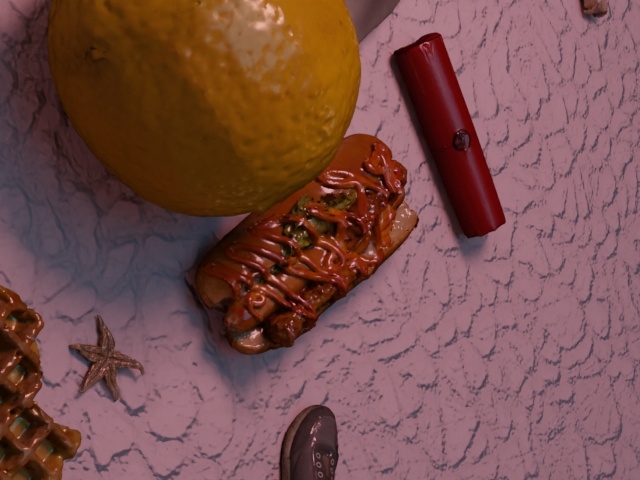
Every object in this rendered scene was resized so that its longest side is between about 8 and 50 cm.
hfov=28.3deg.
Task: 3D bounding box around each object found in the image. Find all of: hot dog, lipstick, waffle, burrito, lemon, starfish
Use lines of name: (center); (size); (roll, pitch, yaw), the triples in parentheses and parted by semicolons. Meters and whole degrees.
hot dog: (0.000, 0.000, 1.513); (0.349, 0.117, 0.158); (-40, 110, -39)
lipstick: (0.179, -0.142, 1.734); (0.073, 0.073, 0.280); (-32, 105, -41)
waffle: (-0.337, 0.147, 1.219); (0.249, 0.056, 0.253); (17, 72, -41)
burrito: (0.434, -0.431, 2.034); (0.055, 0.041, 0.149); (-4, 86, -30)
lemon: (-0.117, -0.189, 1.310); (0.336, 0.336, 0.336); (8, 79, -42)
starfish: (-0.226, 0.125, 1.353); (0.092, 0.016, 0.086); (17, 74, -35)

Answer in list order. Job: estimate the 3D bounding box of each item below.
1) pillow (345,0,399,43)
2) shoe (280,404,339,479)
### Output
pillow: (0.052, -0.341, 1.629); (0.254, 0.078, 0.144); (-51, 131, -39)
shoe: (-0.006, 0.288, 1.491); (0.074, 0.077, 0.194); (33, 63, -35)
